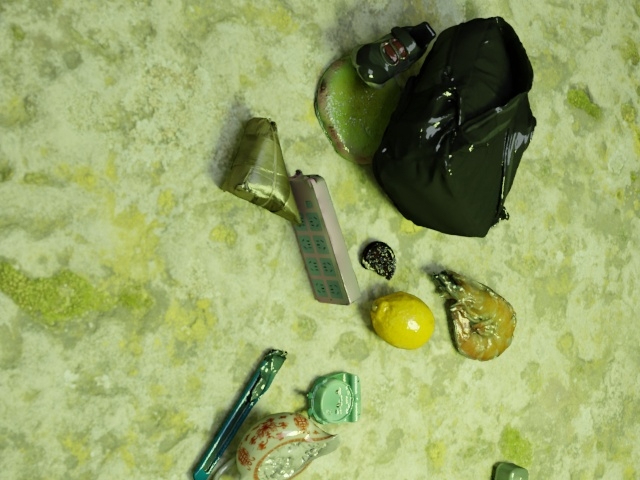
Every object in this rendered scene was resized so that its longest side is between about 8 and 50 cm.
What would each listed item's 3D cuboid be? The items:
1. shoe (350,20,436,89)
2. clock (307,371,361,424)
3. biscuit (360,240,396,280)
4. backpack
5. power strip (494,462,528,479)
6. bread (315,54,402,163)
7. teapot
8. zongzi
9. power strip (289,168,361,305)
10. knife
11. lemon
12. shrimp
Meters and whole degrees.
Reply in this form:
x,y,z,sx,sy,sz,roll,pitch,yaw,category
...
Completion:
x,y,z,sx,sy,sz,roll,pitch,yaw,category
0.148,-0.379,1.799,0.099,0.112,0.227,56,36,-4,shoe
0.020,0.318,1.791,0.135,0.041,0.101,-4,93,-38,clock
0.122,0.044,1.873,0.087,0.027,0.089,-21,104,-36,biscuit
0.301,-0.242,1.854,0.363,0.255,0.445,43,61,-53,backpack
0.433,0.618,2.108,0.265,0.059,0.193,11,88,-38,power strip
0.088,-0.267,1.837,0.228,0.033,0.228,-1,92,-38,bread
-0.089,0.390,1.661,0.245,0.116,0.159,-33,148,-9,teapot
-0.080,-0.131,1.675,0.176,0.078,0.160,24,81,-31,zongzi
0.000,0.000,1.727,0.037,0.109,0.279,-27,107,-33,power strip
-0.145,0.320,1.674,0.296,0.026,0.044,-58,134,-22,knife
0.168,0.163,1.859,0.155,0.114,0.114,31,72,-30,lemon
0.332,0.168,2.021,0.317,0.062,0.164,36,72,-35,shrimp
